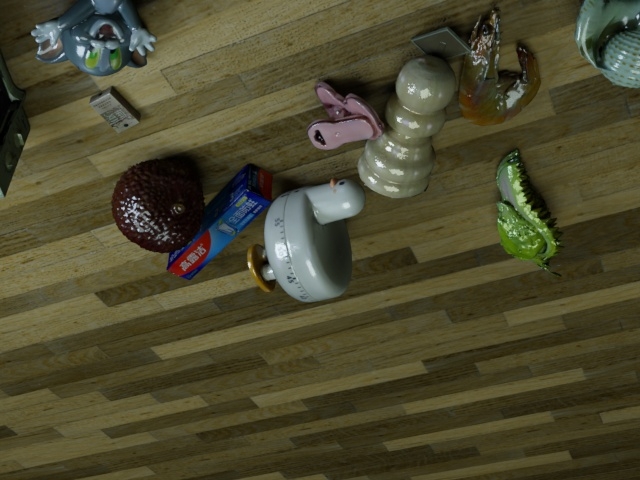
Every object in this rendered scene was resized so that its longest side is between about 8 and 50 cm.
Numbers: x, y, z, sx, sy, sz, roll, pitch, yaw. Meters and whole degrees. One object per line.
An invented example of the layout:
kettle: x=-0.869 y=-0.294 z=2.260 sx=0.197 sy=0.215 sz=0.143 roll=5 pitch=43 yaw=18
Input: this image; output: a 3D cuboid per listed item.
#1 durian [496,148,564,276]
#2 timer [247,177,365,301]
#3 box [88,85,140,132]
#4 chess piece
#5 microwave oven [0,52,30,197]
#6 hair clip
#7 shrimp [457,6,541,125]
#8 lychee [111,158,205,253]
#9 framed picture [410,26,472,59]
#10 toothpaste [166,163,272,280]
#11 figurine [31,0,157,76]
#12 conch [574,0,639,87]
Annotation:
durian: x=0.428 y=-0.025 z=1.750 sx=0.132 sy=0.107 sz=0.375 roll=-9 pitch=134 yaw=21
timer: x=0.000 y=0.000 z=1.698 sx=0.240 sy=0.234 sz=0.233 roll=-14 pitch=137 yaw=22
box: x=-0.380 y=-0.242 z=1.590 sx=0.053 sy=0.024 sz=0.083 roll=-22 pitch=132 yaw=25
chess piece: x=0.164 y=-0.213 z=1.534 sx=0.142 sy=0.143 sz=0.261 roll=9 pitch=133 yaw=-9
microwave oven: x=-0.687 y=-0.246 z=1.450 sx=0.286 sy=0.219 sz=0.355 roll=-1 pitch=139 yaw=2
hair clip: x=0.051 y=-0.223 z=1.523 sx=0.138 sy=0.102 sz=0.123 roll=-11 pitch=135 yaw=31
shrimp: x=0.306 y=-0.292 z=1.482 sx=0.150 sy=0.068 sz=0.249 roll=-16 pitch=142 yaw=2
lychee: x=-0.319 y=-0.067 z=1.670 sx=0.194 sy=0.195 sz=0.194 roll=1 pitch=139 yaw=1
framed picture: x=0.204 y=-0.330 z=1.449 sx=0.066 sy=0.007 sz=0.089 roll=33 pitch=159 yaw=-31
toothpaste: x=-0.214 y=-0.033 z=1.783 sx=0.066 sy=0.076 sz=0.320 roll=25 pitch=134 yaw=-27
figurine: x=-0.367 y=-0.369 z=1.364 sx=0.193 sy=0.140 sz=0.265 roll=-12 pitch=129 yaw=-19
conch: x=0.499 y=-0.344 z=1.363 sx=0.172 sy=0.131 sz=0.200 roll=25 pitch=110 yaw=12
